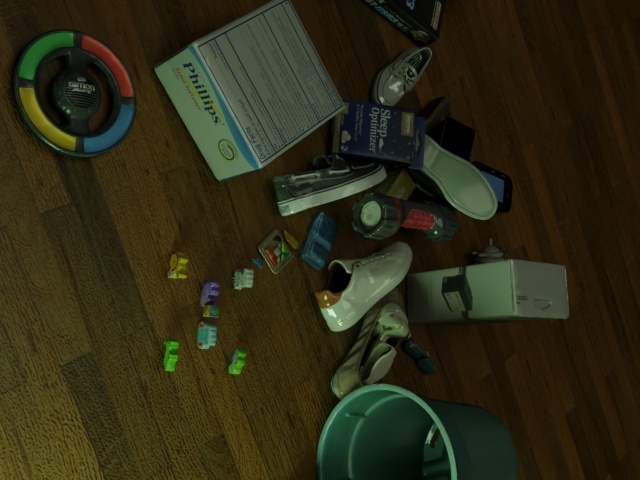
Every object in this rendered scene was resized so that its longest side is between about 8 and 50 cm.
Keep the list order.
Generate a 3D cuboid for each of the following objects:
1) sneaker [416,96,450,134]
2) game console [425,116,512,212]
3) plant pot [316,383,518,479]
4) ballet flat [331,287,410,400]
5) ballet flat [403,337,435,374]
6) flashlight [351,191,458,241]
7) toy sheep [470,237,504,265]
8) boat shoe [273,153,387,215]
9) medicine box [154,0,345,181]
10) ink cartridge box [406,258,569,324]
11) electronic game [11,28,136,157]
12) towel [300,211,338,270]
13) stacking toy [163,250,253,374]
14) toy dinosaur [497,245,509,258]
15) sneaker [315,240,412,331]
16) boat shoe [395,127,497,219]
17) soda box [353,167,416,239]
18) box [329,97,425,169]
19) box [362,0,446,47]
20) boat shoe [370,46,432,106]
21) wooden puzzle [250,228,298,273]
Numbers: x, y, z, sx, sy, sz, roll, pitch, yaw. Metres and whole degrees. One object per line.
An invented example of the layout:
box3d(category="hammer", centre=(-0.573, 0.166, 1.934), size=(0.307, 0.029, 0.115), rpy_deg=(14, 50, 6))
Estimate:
box3d(category="sneaker", centre=(0.278, -0.292, 2.075), size=(0.188, 0.066, 0.071), rpy_deg=(-45, 117, -36))
box3d(category="game console", centre=(0.398, -0.172, 2.150), size=(0.361, 0.044, 0.213), rpy_deg=(16, 86, -43))
box3d(category="plant pot", centre=(0.228, 0.472, 1.733), size=(0.334, 0.341, 0.341), rpy_deg=(11, 75, -48))
box3d(category="ballet flat", centre=(0.137, 0.227, 1.825), size=(0.107, 0.106, 0.316), rpy_deg=(47, 55, -25))
box3d(category="ballet flat", centre=(0.239, 0.270, 1.955), size=(0.114, 0.041, 0.041), rpy_deg=(49, 54, -25))
box3d(category="flashlight", centre=(0.200, -0.043, 1.855), size=(0.304, 0.103, 0.103), rpy_deg=(9, 107, -47))
box3d(category="toy sheep", centre=(0.435, 0.059, 2.137), size=(0.091, 0.091, 0.132), rpy_deg=(-8, 106, -42))
box3d(category="boat shoe", centre=(0.022, -0.141, 1.798), size=(0.301, 0.108, 0.102), rpy_deg=(-21, 97, -35))
box3d(category="medicine box", centre=(-0.135, -0.306, 1.652), size=(0.289, 0.149, 0.264), rpy_deg=(-41, 109, -38))
box3d(category="ink cartridge box", centre=(0.387, 0.127, 1.931), size=(0.223, 0.307, 0.129), rpy_deg=(7, 78, -41))
box3d(category="electronic game", centre=(-0.428, -0.258, 1.450), size=(0.229, 0.048, 0.229), rpy_deg=(9, 76, -40))
box3d(category="towel", centre=(0.000, 0.000, 1.797), size=(0.067, 0.029, 0.120), rpy_deg=(37, 59, -32))
box3d(category="stacking toy", centre=(-0.216, 0.142, 1.568), size=(0.167, 0.052, 0.221), rpy_deg=(13, 76, -38))
box3d(category="toy dinosaur", centre=(0.473, 0.048, 2.218), size=(0.082, 0.047, 0.090), rpy_deg=(-18, 128, -51))
box3d(category="sneaker", centre=(0.098, 0.066, 1.819), size=(0.290, 0.105, 0.123), rpy_deg=(-44, 113, -36))
box3d(category="boat shoe", centre=(0.289, -0.155, 1.970), size=(0.302, 0.091, 0.114), rpy_deg=(44, 74, 0))
box3d(category="soda box", centre=(0.151, -0.087, 1.925), size=(0.058, 0.061, 0.181), rpy_deg=(51, 53, -24))
box3d(category="box", centre=(0.137, -0.244, 1.892), size=(0.225, 0.036, 0.137), rpy_deg=(8, 75, -12))
box3d(category="box", centre=(0.206, -0.688, 2.082), size=(0.293, 0.073, 0.296), rpy_deg=(28, 65, -34))
box3d(category="boat shoe", centre=(0.199, -0.407, 2.017), size=(0.083, 0.075, 0.226), rpy_deg=(48, 55, -25))
box3d(category="wooden puzzle", centre=(-0.092, 0.022, 1.721), size=(0.078, 0.014, 0.116), rpy_deg=(51, 53, -22))
